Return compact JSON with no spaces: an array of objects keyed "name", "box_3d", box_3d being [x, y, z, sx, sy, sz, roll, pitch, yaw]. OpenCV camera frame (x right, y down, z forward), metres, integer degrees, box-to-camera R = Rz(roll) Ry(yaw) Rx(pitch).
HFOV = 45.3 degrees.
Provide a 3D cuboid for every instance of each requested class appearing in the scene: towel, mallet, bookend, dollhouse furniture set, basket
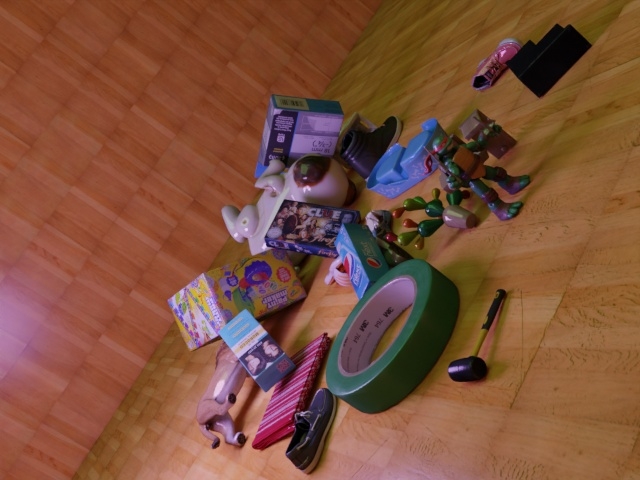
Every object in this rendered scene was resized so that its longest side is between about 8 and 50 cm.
[{"name":"towel","box_3d":[-0.069,0.364,1.849,0.199,0.031,0.275,-41,18,44]},{"name":"mallet","box_3d":[0.269,0.161,1.301,0.062,0.039,0.189,-30,24,48]},{"name":"bookend","box_3d":[0.516,-0.424,1.756,0.156,0.072,0.157,-47,16,20]},{"name":"dollhouse furniture set","box_3d":[0.341,-0.164,1.642,0.144,0.123,0.151,-46,24,25]},{"name":"basket","box_3d":[0.111,-0.346,2.695,0.167,0.113,0.103,-60,15,-21]}]

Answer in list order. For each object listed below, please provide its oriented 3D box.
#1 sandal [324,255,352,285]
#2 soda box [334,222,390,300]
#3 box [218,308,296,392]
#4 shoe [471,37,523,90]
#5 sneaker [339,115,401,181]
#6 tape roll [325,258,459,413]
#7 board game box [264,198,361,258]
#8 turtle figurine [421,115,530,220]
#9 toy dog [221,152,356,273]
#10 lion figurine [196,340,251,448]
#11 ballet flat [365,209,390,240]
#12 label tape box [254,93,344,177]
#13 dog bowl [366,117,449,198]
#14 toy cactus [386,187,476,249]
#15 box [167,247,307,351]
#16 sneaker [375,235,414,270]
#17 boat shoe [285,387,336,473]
[{"name":"sandal","box_3d":[0.076,0.076,1.984,0.102,0.076,0.265,-43,-9,-17]},{"name":"soda box","box_3d":[0.100,0.050,1.768,0.210,0.071,0.067,-113,36,-48]},{"name":"box","box_3d":[-0.166,0.277,1.959,0.100,0.060,0.244,-40,36,-9]},{"name":"shoe","box_3d":[0.462,-0.458,2.013,0.081,0.063,0.178,-62,12,-23]},{"name":"sneaker","box_3d":[0.159,-0.332,2.460,0.104,0.147,0.295,-37,21,51]},{"name":"tape roll","box_3d":[0.139,0.188,1.536,0.321,0.077,0.321,-49,16,20]},{"name":"board game box","box_3d":[-0.022,-0.034,2.237,0.042,0.243,0.165,79,-153,-47]},{"name":"turtle figurine","box_3d":[0.297,-0.149,1.496,0.175,0.234,0.118,-58,17,-15]},{"name":"toy dog","box_3d":[-0.086,-0.110,2.470,0.408,0.284,0.395,-47,30,22]},{"name":"lion figurine","box_3d":[-0.251,0.397,2.077,0.240,0.142,0.392,-14,32,45]},{"name":"ballet flat","box_3d":[0.150,-0.047,2.027,0.070,0.070,0.188,-49,16,17]},{"name":"label tape box","box_3d":[-0.077,-0.317,2.612,0.106,0.241,0.333,-108,26,-49]},{"name":"dog bowl","box_3d":[0.244,-0.215,2.098,0.297,0.074,0.166,-33,26,51]},{"name":"toy cactus","box_3d":[0.262,-0.052,1.669,0.219,0.112,0.180,-36,33,-22]},{"name":"box","box_3d":[-0.248,0.172,2.275,0.290,0.177,0.279,-20,-7,-38]},{"name":"sneaker","box_3d":[0.160,0.055,1.804,0.086,0.064,0.192,-67,18,9]},{"name":"boat shoe","box_3d":[-0.022,0.382,1.604,0.075,0.065,0.206,-41,20,40]}]
